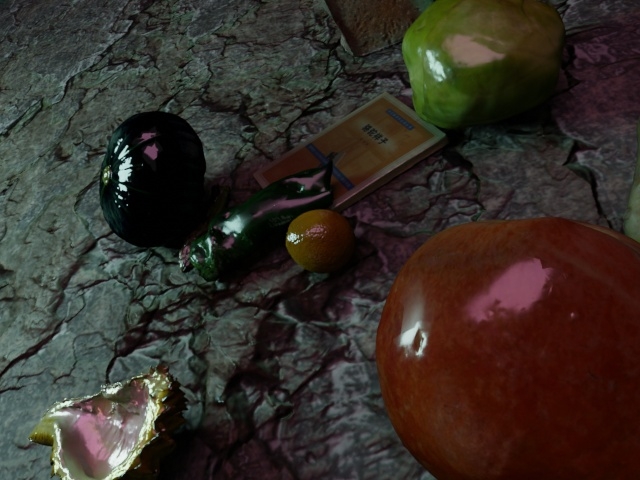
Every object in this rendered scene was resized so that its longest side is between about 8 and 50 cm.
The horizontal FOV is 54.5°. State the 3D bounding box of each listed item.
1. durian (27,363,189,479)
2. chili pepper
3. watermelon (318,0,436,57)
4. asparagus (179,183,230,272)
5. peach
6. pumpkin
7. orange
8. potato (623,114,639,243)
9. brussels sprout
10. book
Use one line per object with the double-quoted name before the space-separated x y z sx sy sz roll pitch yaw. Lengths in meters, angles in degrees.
"durian" -0.224 0.211 0.661 0.224 0.078 0.140 -11 56 32
"chili pepper" -0.072 -0.033 0.807 0.224 0.061 0.098 -35 37 5
"watermelon" 0.072 -0.418 1.012 0.226 0.318 0.148 -61 41 25
"asparagus" -0.164 -0.019 0.880 0.036 0.030 0.165 14 51 6
"peach" 0.161 0.108 0.472 0.232 0.256 0.232 -2 5 0
"pumpkin" -0.238 -0.087 0.881 0.150 0.194 0.194 -3 41 -14
"orange" 0.000 0.000 0.746 0.085 0.085 0.085 -14 44 14
"potato" 0.371 -0.057 0.563 0.165 0.165 0.262 6 56 31
"brussels sprout" 0.211 -0.239 0.805 0.223 0.161 0.223 -20 38 17
"book" 0.036 -0.116 0.882 0.242 0.018 0.170 -33 43 -6
